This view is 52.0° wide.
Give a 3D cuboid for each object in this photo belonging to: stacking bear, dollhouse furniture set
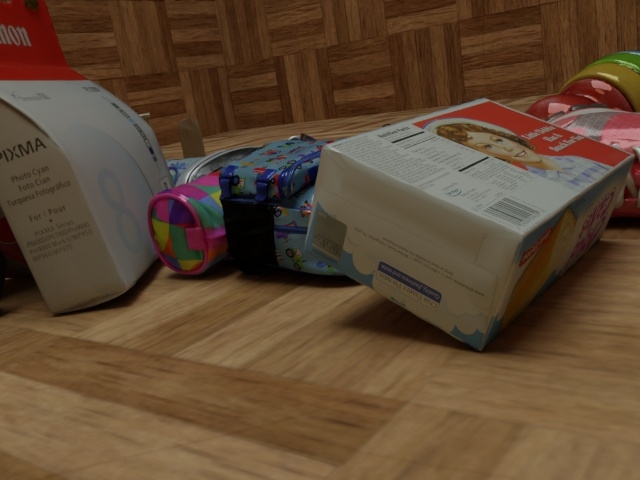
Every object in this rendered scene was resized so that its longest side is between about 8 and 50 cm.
[{"bbox_3d":[0.369,-0.151,0.845,0.288,0.164,0.175,-22,18,-30],"label":"stacking bear"},{"bbox_3d":[-0.419,-0.201,1.507,0.303,0.174,0.355,-12,14,-14],"label":"dollhouse furniture set"}]

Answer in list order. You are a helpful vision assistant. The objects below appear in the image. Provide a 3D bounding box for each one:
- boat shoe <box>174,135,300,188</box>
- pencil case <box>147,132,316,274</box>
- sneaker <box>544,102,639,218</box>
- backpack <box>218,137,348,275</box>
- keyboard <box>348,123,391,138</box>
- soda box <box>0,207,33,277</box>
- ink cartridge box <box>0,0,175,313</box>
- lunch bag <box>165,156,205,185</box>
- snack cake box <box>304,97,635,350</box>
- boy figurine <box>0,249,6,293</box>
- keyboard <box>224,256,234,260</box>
[{"bbox_3d":[-0.050,-0.087,0.924,0.306,0.113,0.105,-7,-4,-35],"label":"boat shoe"},{"bbox_3d":[-0.083,-0.045,0.753,0.104,0.105,0.236,3,24,40],"label":"pencil case"},{"bbox_3d":[0.324,-0.073,0.617,0.313,0.116,0.136,-7,15,9],"label":"sneaker"},{"bbox_3d":[0.006,-0.033,0.646,0.173,0.117,0.158,9,27,39],"label":"backpack"},{"bbox_3d":[0.083,-0.175,1.304,0.192,0.038,0.100,-22,-19,-8],"label":"keyboard"},{"bbox_3d":[-0.402,-0.039,0.711,0.092,0.084,0.263,-2,-23,25],"label":"soda box"},{"bbox_3d":[-0.278,-0.148,0.731,0.091,0.385,0.308,-17,13,5],"label":"ink cartridge box"},{"bbox_3d":[-0.262,-0.077,1.080,0.128,0.096,0.151,1,31,27],"label":"lunch bag"},{"bbox_3d":[0.129,-0.034,0.523,0.152,0.089,0.264,28,32,29],"label":"snack cake box"},{"bbox_3d":[-0.468,0.036,0.689,0.285,0.092,0.177,-3,-14,29],"label":"boy figurine"},{"bbox_3d":[0.000,0.000,0.751,0.255,0.014,0.072,-7,19,10],"label":"keyboard"}]
